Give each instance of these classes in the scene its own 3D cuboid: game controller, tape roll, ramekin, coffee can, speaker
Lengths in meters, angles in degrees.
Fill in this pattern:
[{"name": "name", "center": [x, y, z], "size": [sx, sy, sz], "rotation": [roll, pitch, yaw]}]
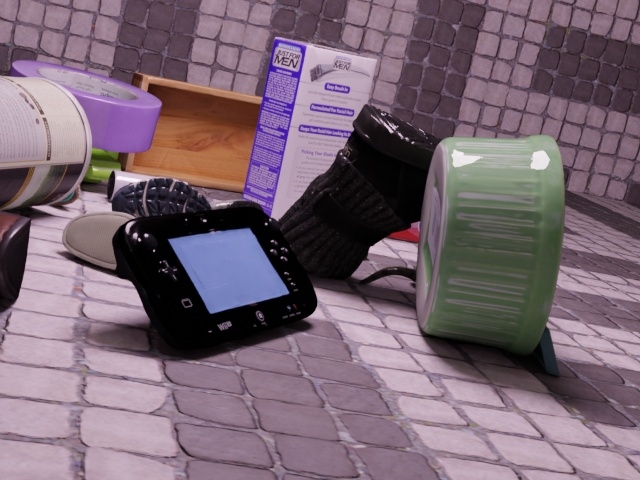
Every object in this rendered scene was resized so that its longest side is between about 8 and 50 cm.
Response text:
[{"name": "game controller", "center": [-0.115, 0.040, 1.276], "size": [0.166, 0.067, 0.319], "rotation": [51, 25, 15]}, {"name": "tape roll", "center": [-0.433, -0.246, 1.955], "size": [0.275, 0.090, 0.275], "rotation": [17, 14, -5]}, {"name": "ramekin", "center": [0.220, 0.000, 1.460], "size": [0.148, 0.303, 0.303], "rotation": [6, 11, -1]}, {"name": "coffee can", "center": [-0.481, -0.138, 1.528], "size": [0.201, 0.201, 0.275], "rotation": [16, 11, 16]}, {"name": "speaker", "center": [-0.303, -0.087, 1.880], "size": [0.136, 0.055, 0.055], "rotation": [9, 12, -25]}]

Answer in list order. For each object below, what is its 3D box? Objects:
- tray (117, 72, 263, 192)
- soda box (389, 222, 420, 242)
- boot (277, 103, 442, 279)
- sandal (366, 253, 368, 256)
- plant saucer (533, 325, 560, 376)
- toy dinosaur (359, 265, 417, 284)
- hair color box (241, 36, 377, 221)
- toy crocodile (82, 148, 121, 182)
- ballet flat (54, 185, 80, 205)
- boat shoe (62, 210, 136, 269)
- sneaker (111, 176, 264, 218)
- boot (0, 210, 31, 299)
[{"name": "tray", "center": [-0.205, -0.212, 2.243], "size": [0.411, 0.202, 0.076], "rotation": [7, 11, -28]}, {"name": "soda box", "center": [0.172, -0.047, 2.180], "size": [0.263, 0.083, 0.092], "rotation": [9, 11, -18]}, {"name": "boot", "center": [0.121, -0.037, 1.663], "size": [0.348, 0.260, 0.131], "rotation": [24, 20, -27]}, {"name": "sandal", "center": [0.000, 0.000, 1.804], "size": [0.097, 0.054, 0.254], "rotation": [18, 12, 25]}, {"name": "plant saucer", "center": [0.299, 0.131, 1.494], "size": [0.018, 0.067, 0.192], "rotation": [-14, 11, 4]}, {"name": "toy dinosaur", "center": [0.195, 0.063, 1.720], "size": [0.268, 0.064, 0.118], "rotation": [10, 17, -1]}, {"name": "hair color box", "center": [-0.024, -0.201, 2.047], "size": [0.185, 0.338, 0.110], "rotation": [3, 16, -43]}, {"name": "toy crocodile", "center": [-0.481, -0.169, 2.008], "size": [0.115, 0.105, 0.340], "rotation": [3, 20, -46]}, {"name": "ballet flat", "center": [-0.463, -0.105, 1.756], "size": [0.206, 0.073, 0.067], "rotation": [22, -1, 23]}, {"name": "boat shoe", "center": [-0.233, 0.018, 1.431], "size": [0.233, 0.084, 0.079], "rotation": [9, -26, 13]}, {"name": "sneaker", "center": [-0.212, -0.022, 1.584], "size": [0.122, 0.110, 0.283], "rotation": [0, -10, 37]}, {"name": "boot", "center": [-0.469, -0.013, 1.192], "size": [0.280, 0.096, 0.264], "rotation": [9, 12, -17]}]
